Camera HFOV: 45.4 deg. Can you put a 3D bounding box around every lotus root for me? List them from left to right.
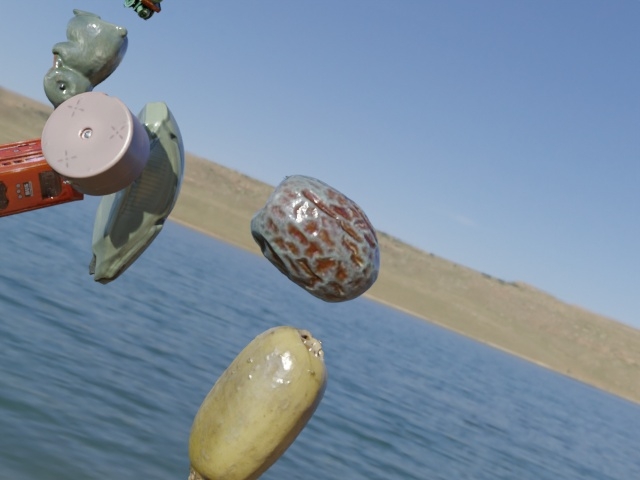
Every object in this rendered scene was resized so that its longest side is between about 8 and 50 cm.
[{"bbox_3d":[-0.119,0.286,1.234,0.151,0.342,0.169,38,3,-27],"label":"lotus root"}]

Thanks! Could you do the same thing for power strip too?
[{"bbox_3d":[-0.349,-0.147,1.189,0.154,0.154,0.078,21,-14,15],"label":"power strip"}]

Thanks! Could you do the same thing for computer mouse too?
[{"bbox_3d":[-0.400,-0.099,1.724,0.145,0.429,0.228,20,8,-28],"label":"computer mouse"}]

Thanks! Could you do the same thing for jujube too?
[{"bbox_3d":[-0.005,0.007,1.728,0.308,0.215,0.246,38,-33,-5],"label":"jujube"}]

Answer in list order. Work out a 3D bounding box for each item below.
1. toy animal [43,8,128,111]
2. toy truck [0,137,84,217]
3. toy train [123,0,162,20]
[{"bbox_3d":[-0.437,-0.299,1.378,0.138,0.236,0.108,16,-11,33],"label":"toy animal"},{"bbox_3d":[-0.480,-0.107,1.277,0.253,0.107,0.114,-16,32,-31],"label":"toy truck"},{"bbox_3d":[-0.382,-0.572,1.689,0.074,0.118,0.176,27,36,-46],"label":"toy train"}]
